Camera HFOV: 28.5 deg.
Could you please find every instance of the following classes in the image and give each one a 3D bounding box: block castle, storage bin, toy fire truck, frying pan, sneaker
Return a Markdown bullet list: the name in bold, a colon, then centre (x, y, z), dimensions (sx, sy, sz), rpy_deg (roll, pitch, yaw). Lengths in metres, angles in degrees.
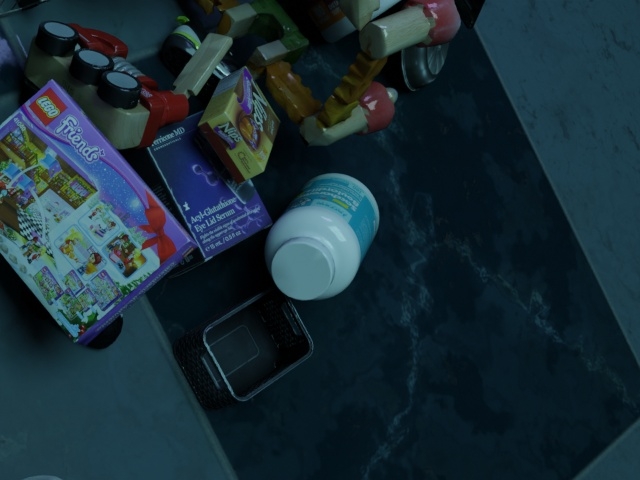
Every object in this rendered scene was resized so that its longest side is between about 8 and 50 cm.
- **block castle**: centre (-0.013, -0.401, 1.953), dimensions (0.213, 0.303, 0.453), rpy_deg (-28, 73, -41)
- **storage bin**: centre (-0.114, 0.160, 1.879), dimensions (0.180, 0.084, 0.122), rpy_deg (-31, 94, -43)
- **toy fire truck**: centre (-0.267, -0.240, 1.808), dimensions (0.217, 0.158, 0.246), rpy_deg (38, 32, 27)
- **frying pan**: centre (0.218, -0.376, 2.355), dimensions (0.326, 0.053, 0.197), rpy_deg (-15, 113, -66)
- **sneaker**: centre (-0.147, -0.266, 2.011), dimensions (0.235, 0.084, 0.097), rpy_deg (46, 48, -18)

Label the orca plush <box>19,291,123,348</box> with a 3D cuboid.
- **orca plush**: centre (-0.342, 0.009, 1.731), dimensions (0.151, 0.102, 0.287), rpy_deg (-14, 83, -42)

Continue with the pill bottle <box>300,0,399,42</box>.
- **pill bottle**: centre (0.002, -0.558, 2.152), dimensions (0.224, 0.224, 0.392), rpy_deg (-40, 101, -41)

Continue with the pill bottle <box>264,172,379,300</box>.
- **pill bottle**: centre (0.000, 0.000, 1.930), dimensions (0.146, 0.146, 0.264), rpy_deg (55, 21, -10)

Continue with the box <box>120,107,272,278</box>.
- **box**: centre (-0.195, -0.073, 1.882), dimensions (0.153, 0.108, 0.207), rpy_deg (-32, 96, -42)

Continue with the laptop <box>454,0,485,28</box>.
- **laptop**: centre (0.135, -0.604, 2.210), dimensions (0.382, 0.236, 0.408), rpy_deg (51, 44, -28)

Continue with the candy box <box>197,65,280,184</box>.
- **candy box**: centre (-0.118, -0.174, 1.881), dimensions (0.109, 0.053, 0.187), rpy_deg (57, 21, -21)

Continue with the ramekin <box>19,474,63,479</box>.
- **ramekin**: centre (-0.340, 0.423, 1.480), dimensions (0.127, 0.272, 0.273), rpy_deg (45, 50, -34)

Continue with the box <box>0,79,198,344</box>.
- **box**: centre (-0.330, -0.037, 1.654), dimensions (0.201, 0.057, 0.293), rpy_deg (-41, 79, 0)

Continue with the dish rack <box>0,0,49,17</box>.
- **dish rack**: centre (-0.521, -0.393, 1.753), dimensions (0.271, 0.074, 0.208), rpy_deg (-27, 91, -42)
